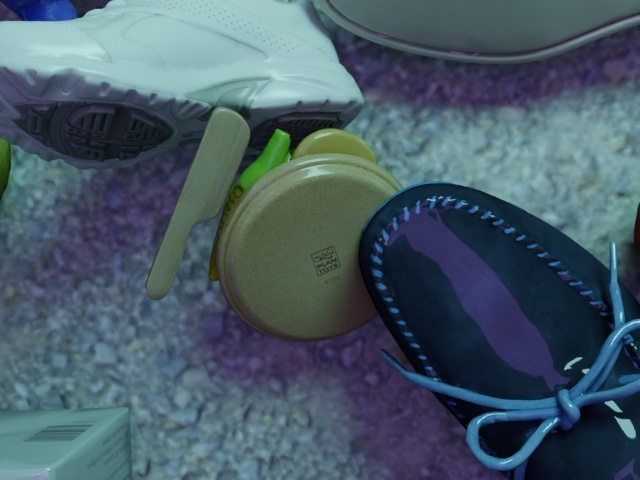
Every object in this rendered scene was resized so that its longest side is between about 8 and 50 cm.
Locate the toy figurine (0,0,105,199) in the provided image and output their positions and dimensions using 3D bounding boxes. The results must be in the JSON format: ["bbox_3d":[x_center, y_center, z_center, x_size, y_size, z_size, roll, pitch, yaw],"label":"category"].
[{"bbox_3d":[-0.171,-0.185,0.460,0.217,0.191,0.363,-10,92,-1],"label":"toy figurine"}]

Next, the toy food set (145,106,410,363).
[{"bbox_3d":[0.000,0.000,0.496,0.192,0.038,0.132,19,108,-25],"label":"toy food set"}]

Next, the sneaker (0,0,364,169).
[{"bbox_3d":[-0.089,-0.107,0.472,0.232,0.090,0.115,-5,71,-38],"label":"sneaker"}]

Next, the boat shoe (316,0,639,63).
[{"bbox_3d":[0.162,-0.180,0.493,0.335,0.095,0.112,-5,126,7],"label":"boat shoe"}]

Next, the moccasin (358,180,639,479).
[{"bbox_3d":[0.160,0.099,0.450,0.342,0.117,0.138,42,104,-6],"label":"moccasin"}]

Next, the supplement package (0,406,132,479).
[{"bbox_3d":[-0.188,0.233,0.486,0.133,0.139,0.244,-2,92,4],"label":"supplement package"}]

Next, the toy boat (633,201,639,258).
[{"bbox_3d":[0.287,0.045,0.472,0.231,0.151,0.151,11,122,4],"label":"toy boat"}]
